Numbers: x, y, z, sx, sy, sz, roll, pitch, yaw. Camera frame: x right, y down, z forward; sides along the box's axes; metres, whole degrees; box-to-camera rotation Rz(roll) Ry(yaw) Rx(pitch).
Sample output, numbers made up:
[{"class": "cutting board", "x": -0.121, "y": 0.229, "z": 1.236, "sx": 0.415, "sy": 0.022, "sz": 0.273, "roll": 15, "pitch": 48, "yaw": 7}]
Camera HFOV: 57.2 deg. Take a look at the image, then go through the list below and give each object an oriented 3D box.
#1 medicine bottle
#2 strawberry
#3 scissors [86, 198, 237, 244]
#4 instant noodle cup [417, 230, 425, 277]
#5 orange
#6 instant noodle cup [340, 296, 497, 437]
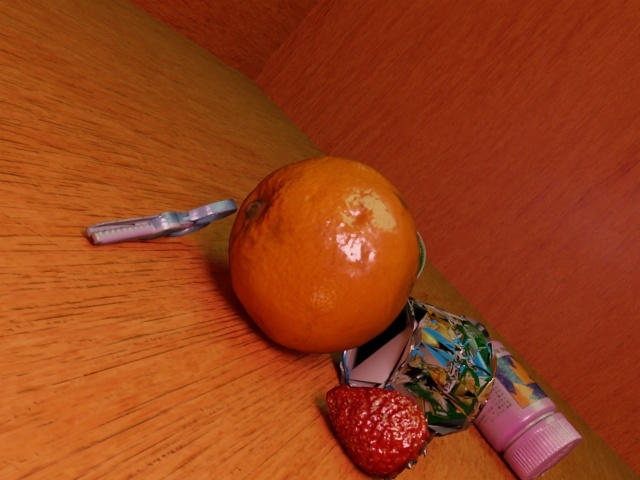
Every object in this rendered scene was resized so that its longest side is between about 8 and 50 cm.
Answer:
[{"class": "medicine bottle", "x": 0.449, "y": 0.399, "z": 1.391, "sx": 0.178, "sy": 0.178, "sz": 0.291, "roll": 28, "pitch": 20, "yaw": -51}, {"class": "strawberry", "x": 0.085, "y": 0.259, "z": 0.838, "sx": 0.148, "sy": 0.131, "sz": 0.131, "roll": 57, "pitch": 17, "yaw": 20}, {"class": "scissors", "x": -0.229, "y": -0.023, "z": 0.850, "sx": 0.256, "sy": 0.125, "sz": 0.030, "roll": -16, "pitch": 85, "yaw": -62}, {"class": "instant noodle cup", "x": 0.159, "y": 0.049, "z": 1.454, "sx": 0.207, "sy": 0.207, "sz": 0.232, "roll": 45, "pitch": 12, "yaw": 3}, {"class": "orange", "x": 0.004, "y": 0.021, "z": 0.924, "sx": 0.312, "sy": 0.312, "sz": 0.312, "roll": 41, "pitch": 13, "yaw": -12}, {"class": "instant noodle cup", "x": 0.155, "y": 0.202, "z": 1.008, "sx": 0.178, "sy": 0.240, "sz": 0.240, "roll": 30, "pitch": 18, "yaw": -28}]
